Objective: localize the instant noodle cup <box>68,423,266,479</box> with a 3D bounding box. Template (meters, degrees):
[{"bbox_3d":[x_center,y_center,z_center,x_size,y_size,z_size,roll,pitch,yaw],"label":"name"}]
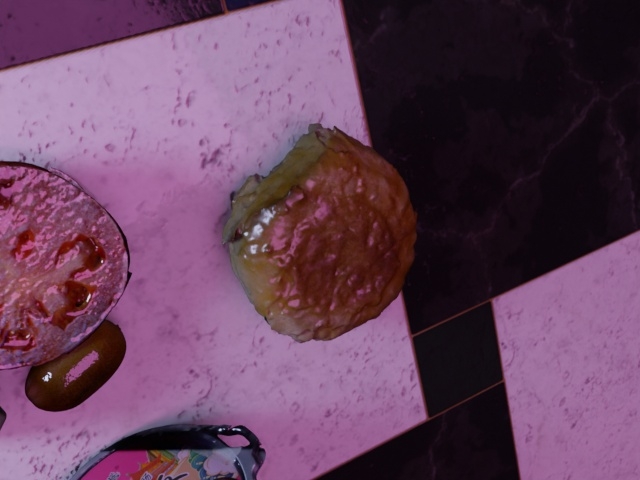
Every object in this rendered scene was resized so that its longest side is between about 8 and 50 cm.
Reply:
[{"bbox_3d":[-0.176,0.374,0.826,0.303,0.258,0.181,-28,128,-17],"label":"instant noodle cup"}]

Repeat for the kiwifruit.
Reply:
[{"bbox_3d":[-0.275,0.141,0.799,0.124,0.075,0.075,-44,118,-14],"label":"kiwifruit"}]

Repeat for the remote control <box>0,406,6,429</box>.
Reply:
[{"bbox_3d":[-0.470,0.111,0.671,0.335,0.128,0.065,38,54,-29],"label":"remote control"}]

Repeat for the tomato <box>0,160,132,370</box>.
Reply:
[{"bbox_3d":[-0.319,0.022,0.739,0.225,0.085,0.224,-9,109,-27],"label":"tomato"}]

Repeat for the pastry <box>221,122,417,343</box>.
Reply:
[{"bbox_3d":[0.005,-0.002,0.874,0.257,0.121,0.236,-49,122,-10],"label":"pastry"}]
